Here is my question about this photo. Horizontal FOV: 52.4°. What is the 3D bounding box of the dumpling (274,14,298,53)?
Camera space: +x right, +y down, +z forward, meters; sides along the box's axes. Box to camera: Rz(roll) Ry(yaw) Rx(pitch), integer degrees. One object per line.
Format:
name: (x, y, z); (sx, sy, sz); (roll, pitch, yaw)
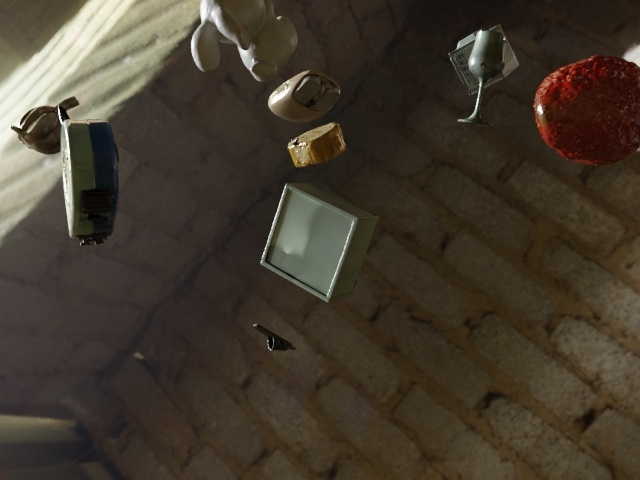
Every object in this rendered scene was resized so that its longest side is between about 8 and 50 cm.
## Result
dumpling: (-0.143, -0.551, 1.727); (0.169, 0.100, 0.134); (62, -172, -7)

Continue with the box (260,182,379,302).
box: (0.000, 0.000, 1.631); (0.225, 0.225, 0.117); (28, -162, 28)

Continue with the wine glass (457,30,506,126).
wine glass: (0.353, -0.349, 1.409); (0.079, 0.195, 0.079); (9, -170, -2)

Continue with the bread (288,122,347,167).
bread: (-0.006, -0.225, 1.504); (0.149, 0.122, 0.073); (-5, 116, 49)

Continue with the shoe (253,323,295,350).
shoe: (-0.158, 0.327, 2.102); (0.159, 0.053, 0.062); (36, 154, -13)

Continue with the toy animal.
toy animal: (-0.142, -0.391, 1.237); (0.128, 0.178, 0.193); (-14, 160, 35)

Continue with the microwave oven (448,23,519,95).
microwave oven: (0.483, -0.536, 1.924); (0.162, 0.122, 0.208); (60, -144, -9)

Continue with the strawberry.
strawberry: (0.609, -0.292, 1.490); (0.257, 0.277, 0.257); (169, 90, -70)

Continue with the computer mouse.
computer mouse: (-0.051, -0.399, 1.851); (0.145, 0.081, 0.237); (21, 157, -34)

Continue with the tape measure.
tape measure: (-0.469, -0.187, 1.295); (0.215, 0.098, 0.351); (-54, 49, 54)

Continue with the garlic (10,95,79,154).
garlic: (-0.736, -0.319, 1.794); (0.127, 0.194, 0.131); (32, 151, 22)
